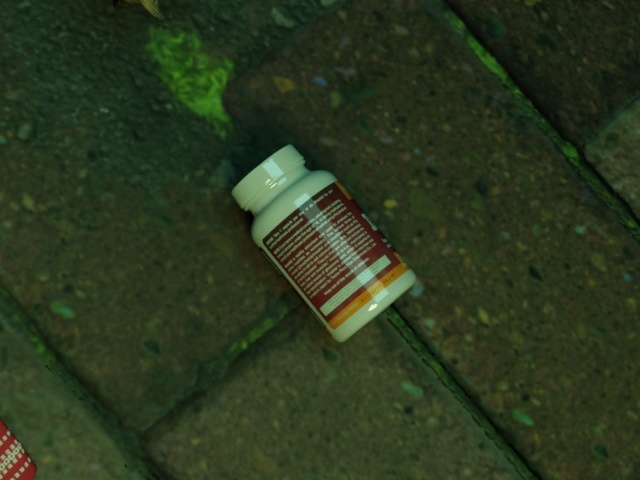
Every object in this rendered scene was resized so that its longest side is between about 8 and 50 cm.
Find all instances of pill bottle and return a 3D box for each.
[{"bbox_3d":[0.000,0.000,1.279,0.086,0.086,0.152,-38,86,-28],"label":"pill bottle"}]

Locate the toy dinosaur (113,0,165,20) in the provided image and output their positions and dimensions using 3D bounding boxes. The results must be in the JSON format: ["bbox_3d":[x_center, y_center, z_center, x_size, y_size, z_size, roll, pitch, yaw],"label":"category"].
[{"bbox_3d":[-0.116,-0.291,1.338,0.295,0.127,0.200,-27,88,-39],"label":"toy dinosaur"}]

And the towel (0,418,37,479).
[{"bbox_3d":[-0.338,0.130,1.078,0.199,0.031,0.275,-49,117,-29],"label":"towel"}]
